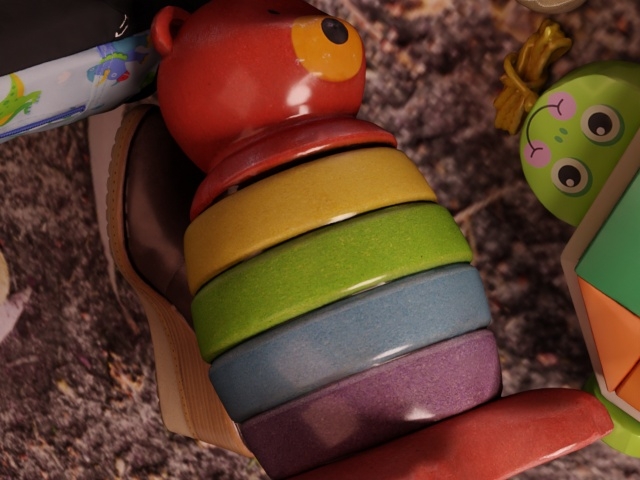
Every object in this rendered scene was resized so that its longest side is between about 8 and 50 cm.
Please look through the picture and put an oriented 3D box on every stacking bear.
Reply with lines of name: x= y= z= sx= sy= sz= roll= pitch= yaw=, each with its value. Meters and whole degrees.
stacking bear: x=0.000 y=0.000 z=0.542 sx=0.164 sy=0.175 sz=0.288 roll=-32 pitch=74 yaw=49

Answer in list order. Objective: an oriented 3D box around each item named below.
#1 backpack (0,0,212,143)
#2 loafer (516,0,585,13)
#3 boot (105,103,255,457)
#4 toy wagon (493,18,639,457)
backpack: x=-0.277 y=-0.142 z=0.552 sx=0.273 sy=0.355 sz=0.290 roll=-26 pitch=98 yaw=43
loafer: x=0.132 y=-0.155 z=0.451 sx=0.056 sy=0.050 sz=0.148 roll=42 pitch=131 yaw=10
boot: x=-0.022 y=0.027 z=0.664 sx=0.207 sy=0.090 sz=0.248 roll=-1 pitch=109 yaw=21
toy wagon: x=0.218 y=0.017 z=0.472 sx=0.344 sy=0.068 sz=0.267 roll=35 pitch=130 yaw=15
